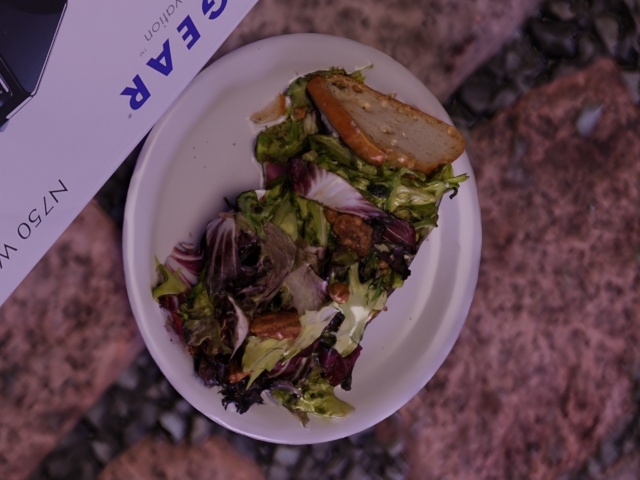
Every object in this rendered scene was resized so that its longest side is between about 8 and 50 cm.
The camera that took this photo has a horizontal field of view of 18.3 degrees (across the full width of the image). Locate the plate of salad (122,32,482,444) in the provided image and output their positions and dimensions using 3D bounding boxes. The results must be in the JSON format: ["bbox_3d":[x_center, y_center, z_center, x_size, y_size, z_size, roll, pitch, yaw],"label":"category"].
[{"bbox_3d":[0.000,0.000,0.953,0.200,0.048,0.200,-2,94,-30],"label":"plate of salad"}]

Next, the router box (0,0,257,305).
[{"bbox_3d":[-0.163,-0.119,0.752,0.335,0.082,0.301,-52,147,-17],"label":"router box"}]
